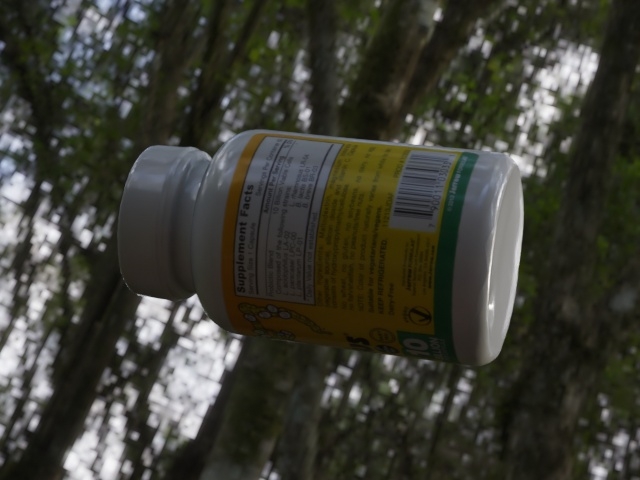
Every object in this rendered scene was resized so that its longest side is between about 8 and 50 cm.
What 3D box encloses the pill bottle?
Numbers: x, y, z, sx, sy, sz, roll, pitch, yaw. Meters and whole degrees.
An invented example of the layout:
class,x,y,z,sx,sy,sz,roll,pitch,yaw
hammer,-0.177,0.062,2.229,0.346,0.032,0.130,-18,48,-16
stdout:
class,x,y,z,sx,sy,sz,roll,pitch,yaw
pill bottle,0.000,0.000,0.847,0.208,0.117,0.117,7,-36,15
